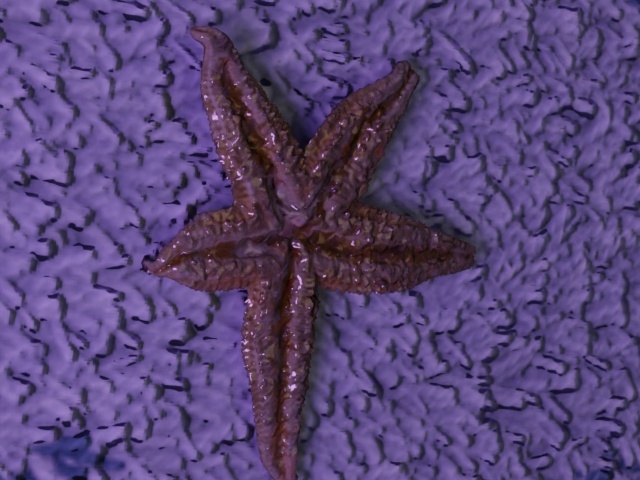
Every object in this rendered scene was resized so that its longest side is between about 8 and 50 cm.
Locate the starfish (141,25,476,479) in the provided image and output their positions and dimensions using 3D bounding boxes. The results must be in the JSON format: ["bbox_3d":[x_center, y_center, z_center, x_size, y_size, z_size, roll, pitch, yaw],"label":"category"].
[{"bbox_3d":[0.004,0.001,1.052,0.231,0.048,0.295,-20,111,-32],"label":"starfish"}]
